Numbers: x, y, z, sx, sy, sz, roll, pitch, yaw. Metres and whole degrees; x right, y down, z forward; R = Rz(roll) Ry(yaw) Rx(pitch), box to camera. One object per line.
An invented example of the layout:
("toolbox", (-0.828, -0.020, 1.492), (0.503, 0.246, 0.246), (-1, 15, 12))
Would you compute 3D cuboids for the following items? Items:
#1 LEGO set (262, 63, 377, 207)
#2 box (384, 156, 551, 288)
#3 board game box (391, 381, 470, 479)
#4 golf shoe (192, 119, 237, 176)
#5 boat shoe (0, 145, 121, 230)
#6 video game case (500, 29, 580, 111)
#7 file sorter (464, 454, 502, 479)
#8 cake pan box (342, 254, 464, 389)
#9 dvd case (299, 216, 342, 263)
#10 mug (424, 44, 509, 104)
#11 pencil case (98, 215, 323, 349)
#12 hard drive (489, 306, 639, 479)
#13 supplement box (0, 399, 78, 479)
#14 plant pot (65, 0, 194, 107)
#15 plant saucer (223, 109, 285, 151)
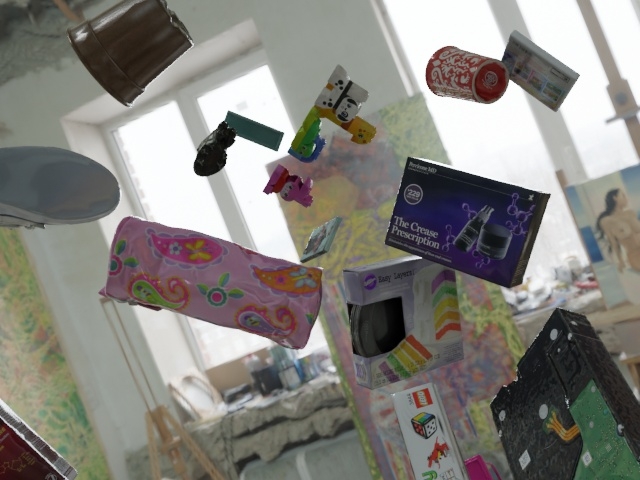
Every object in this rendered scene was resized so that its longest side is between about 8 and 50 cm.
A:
("LEGO set", (0.017, -0.139, 0.860), (0.227, 0.093, 0.087), (-53, 8, 43))
("box", (0.275, -0.040, 1.191), (0.261, 0.184, 0.103), (20, 10, 29))
("board game box", (0.155, 0.302, 0.727), (0.053, 0.193, 0.305), (-19, -32, 6))
("golf shoe", (-0.283, -0.220, 1.609), (0.094, 0.077, 0.198), (-27, 27, 41))
("boat shoe", (-0.535, -0.072, 1.066), (0.367, 0.136, 0.156), (-1, -14, -20))
("video game case", (0.437, -0.341, 1.263), (0.019, 0.157, 0.143), (-48, -13, -7))
("file sorter", (0.263, 0.602, 1.279), (0.291, 0.202, 0.182), (-31, -30, 12))
("cake pan box", (0.173, 0.160, 1.304), (0.267, 0.246, 0.070), (-8, 4, -30))
("dvd case", (0.000, 0.000, 1.355), (0.119, 0.013, 0.087), (-24, 37, 59))
("mug", (0.328, -0.348, 1.325), (0.150, 0.113, 0.169), (-3, 21, -21))
("pencil case", (-0.139, 0.057, 0.817), (0.284, 0.124, 0.124), (15, -3, -4))
("hard drive", (0.361, 0.290, 0.892), (0.064, 0.237, 0.339), (16, 29, -10))
("supplement box", (-0.530, 0.351, 1.005), (0.130, 0.239, 0.073), (-46, 3, -10))
("plant pot", (-0.327, -0.353, 1.104), (0.165, 0.167, 0.167), (-35, -1, 6))
("plant saucer", (-0.210, -0.339, 1.930), (0.192, 0.067, 0.018), (21, 5, -3))
